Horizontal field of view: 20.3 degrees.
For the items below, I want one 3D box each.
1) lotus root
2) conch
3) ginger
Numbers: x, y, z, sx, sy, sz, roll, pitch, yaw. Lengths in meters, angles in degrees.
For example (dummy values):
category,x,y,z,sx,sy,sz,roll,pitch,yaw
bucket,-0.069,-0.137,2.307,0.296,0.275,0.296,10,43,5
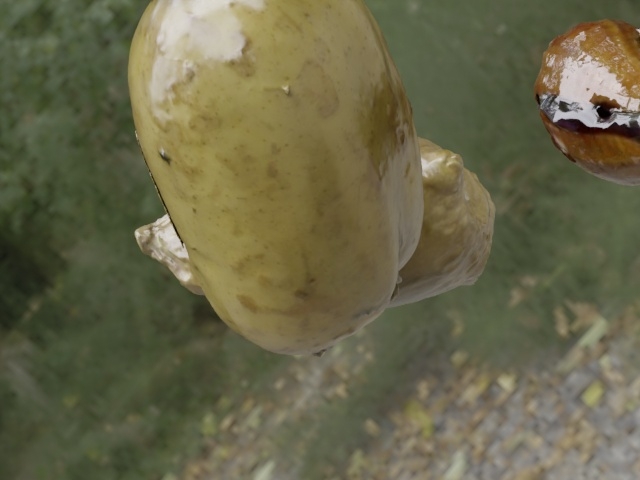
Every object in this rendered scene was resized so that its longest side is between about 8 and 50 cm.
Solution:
category,x,y,z,sx,sy,sz,roll,pitch,yaw
lotus root,-0.023,-0.061,0.995,0.146,0.284,0.160,-16,31,9
conch,0.174,-0.085,1.085,0.232,0.080,0.086,-88,22,-64
ginger,0.000,0.000,1.362,0.270,0.123,0.219,-14,-13,-8
